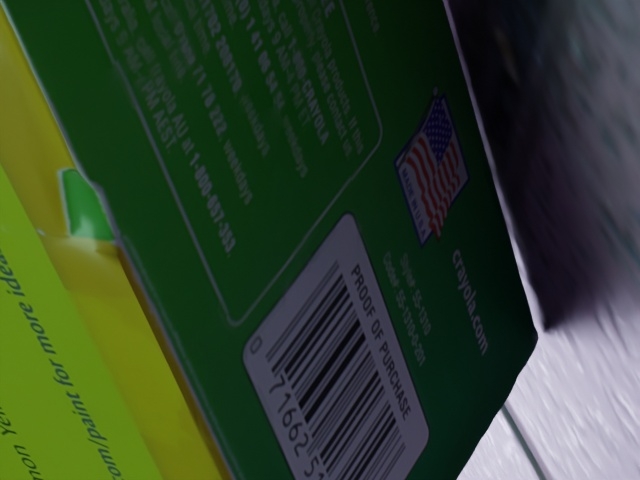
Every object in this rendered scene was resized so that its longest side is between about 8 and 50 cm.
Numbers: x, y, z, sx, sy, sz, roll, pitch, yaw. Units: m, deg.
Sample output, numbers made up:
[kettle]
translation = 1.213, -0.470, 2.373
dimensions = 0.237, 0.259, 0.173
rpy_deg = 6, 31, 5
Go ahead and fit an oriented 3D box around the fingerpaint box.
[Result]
[fingerpaint box]
translation = -0.170, -0.107, 0.484
dimensions = 0.371, 0.163, 0.445
rpy_deg = 9, 136, 34
